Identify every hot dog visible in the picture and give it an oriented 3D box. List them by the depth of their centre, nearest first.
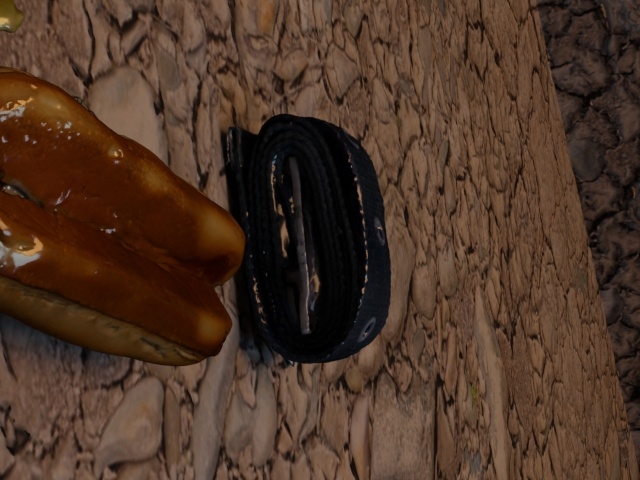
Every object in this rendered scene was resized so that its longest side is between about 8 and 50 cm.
[{"bbox_3d":[-0.145,0.000,0.866,0.337,0.100,0.135,34,59,-63],"label":"hot dog"}]

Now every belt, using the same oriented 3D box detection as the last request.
[{"bbox_3d":[0.000,0.000,1.220,0.128,0.122,0.218,18,66,-71],"label":"belt"}]

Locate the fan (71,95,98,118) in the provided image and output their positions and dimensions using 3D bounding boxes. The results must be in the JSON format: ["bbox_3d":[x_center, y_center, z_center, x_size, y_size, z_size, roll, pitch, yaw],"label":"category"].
[{"bbox_3d":[-0.172,-0.076,0.949,0.083,0.004,0.055,39,48,-62],"label":"fan"}]

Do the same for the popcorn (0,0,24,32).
[{"bbox_3d":[-0.212,-0.146,0.736,0.109,0.097,0.089,-7,87,-56],"label":"popcorn"}]
